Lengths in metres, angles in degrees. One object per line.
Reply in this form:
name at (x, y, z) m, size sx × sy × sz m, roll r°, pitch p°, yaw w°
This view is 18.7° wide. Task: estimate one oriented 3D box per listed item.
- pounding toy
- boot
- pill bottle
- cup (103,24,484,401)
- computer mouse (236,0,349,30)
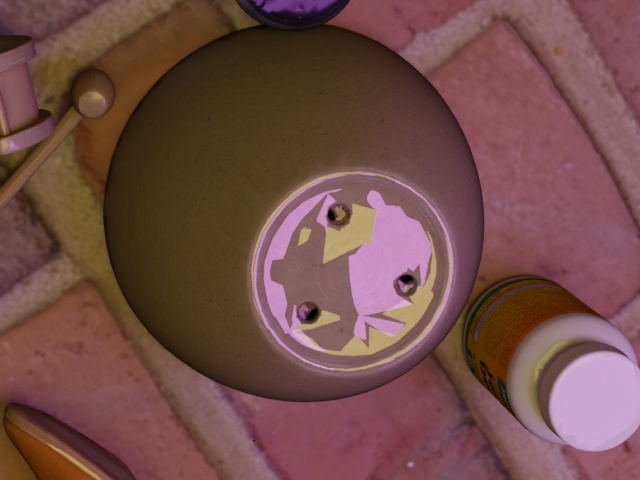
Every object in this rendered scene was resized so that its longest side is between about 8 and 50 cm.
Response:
pounding toy at (-0.289, -0.077, 1.559) m, size 0.270 × 0.154 × 0.154 m, roll -15°, pitch 106°, yaw -9°
boot at (-0.219, 0.297, 1.692) m, size 0.295 × 0.104 × 0.211 m, roll 42°, pitch 91°, yaw -22°
pill bottle at (0.206, 0.109, 1.688) m, size 0.118 × 0.208 × 0.117 m, roll -3°, pitch 104°, yaw -13°
cup at (0.000, 0.000, 1.602) m, size 0.331 × 0.237 × 0.331 m, roll -3°, pitch 104°, yaw -12°
computer mouse at (-0.055, -0.297, 1.588) m, size 0.188 × 0.072 × 0.272 m, roll -30°, pitch 122°, yaw -4°
